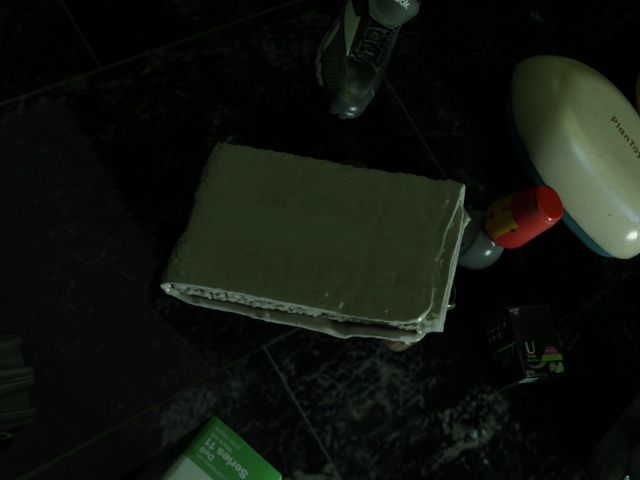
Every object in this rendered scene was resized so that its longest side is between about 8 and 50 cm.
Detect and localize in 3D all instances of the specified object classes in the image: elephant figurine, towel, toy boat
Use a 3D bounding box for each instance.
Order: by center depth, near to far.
[{"bbox_3d":[0.000,0.000,1.376,0.282,0.049,0.187,11,56,9],"label":"towel"},{"bbox_3d":[0.423,0.283,1.510,0.239,0.169,0.186,42,84,-11],"label":"elephant figurine"},{"bbox_3d":[0.268,-0.070,1.595,0.318,0.148,0.267,-37,94,-45],"label":"toy boat"}]

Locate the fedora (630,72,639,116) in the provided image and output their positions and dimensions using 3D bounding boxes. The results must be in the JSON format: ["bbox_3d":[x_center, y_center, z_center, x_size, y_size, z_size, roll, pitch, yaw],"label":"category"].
[{"bbox_3d":[0.449,-0.138,1.757,0.194,0.079,0.194,15,65,-35],"label":"fedora"}]

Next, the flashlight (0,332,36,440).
[{"bbox_3d":[-0.387,0.135,1.117,0.304,0.103,0.103,-11,71,-33],"label":"flashlight"}]

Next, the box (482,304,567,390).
[{"bbox_3d":[0.225,0.119,1.520,0.062,0.052,0.083,1,67,-32],"label":"box"}]

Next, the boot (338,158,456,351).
[{"bbox_3d":[0.082,-0.002,1.457,0.082,0.106,0.219,-10,74,-34],"label":"boot"}]

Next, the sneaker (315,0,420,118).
[{"bbox_3d":[0.060,-0.245,1.558,0.078,0.106,0.234,29,56,-16],"label":"sneaker"}]

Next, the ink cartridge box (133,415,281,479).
[{"bbox_3d":[-0.147,0.266,1.166,0.087,0.153,0.208,44,52,-5],"label":"ink cartridge box"}]
